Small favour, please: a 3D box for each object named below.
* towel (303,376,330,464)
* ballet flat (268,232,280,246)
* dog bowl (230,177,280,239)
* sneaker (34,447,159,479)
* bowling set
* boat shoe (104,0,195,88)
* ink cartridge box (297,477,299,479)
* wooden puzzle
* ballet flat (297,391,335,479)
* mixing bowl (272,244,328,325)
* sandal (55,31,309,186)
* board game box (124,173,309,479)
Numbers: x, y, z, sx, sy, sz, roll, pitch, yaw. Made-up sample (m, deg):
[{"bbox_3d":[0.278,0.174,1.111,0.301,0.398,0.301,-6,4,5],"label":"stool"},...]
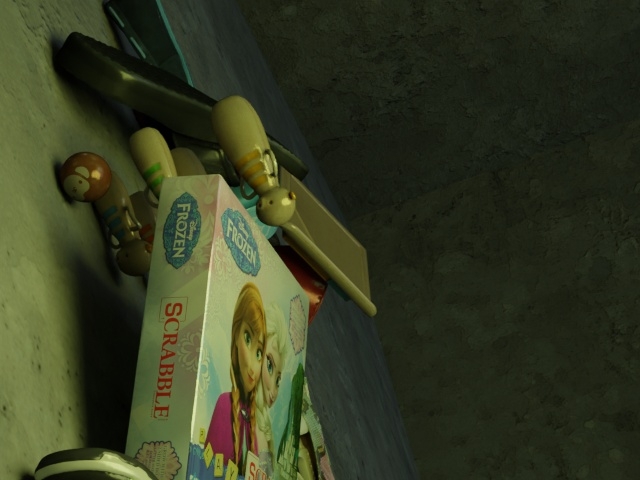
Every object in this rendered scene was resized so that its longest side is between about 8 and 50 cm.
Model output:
[{"bbox_3d":[-0.025,0.306,1.854,0.113,0.023,0.152,140,-66,-68],"label":"towel"},{"bbox_3d":[-0.126,-0.025,2.100,0.084,0.058,0.250,50,-4,14],"label":"ballet flat"},{"bbox_3d":[-0.138,-0.072,1.678,0.297,0.166,0.074,-97,178,-63],"label":"dog bowl"},{"bbox_3d":[-0.150,0.262,0.883,0.097,0.084,0.234,-88,155,-54],"label":"sneaker"},{"bbox_3d":[-0.185,-0.025,1.228,0.200,0.287,0.154,-13,71,-41],"label":"bowling set"},{"bbox_3d":[-0.241,-0.245,1.639,0.109,0.089,0.258,101,-34,-77],"label":"boat shoe"},{"bbox_3d":[-0.028,0.417,1.451,0.139,0.082,0.190,-102,171,-48],"label":"ink cartridge box"},{"bbox_3d":[0.000,0.000,1.782,0.221,0.044,0.238,46,15,-23],"label":"wooden puzzle"},{"bbox_3d":[-0.032,0.334,1.762,0.079,0.077,0.221,-3,72,-57],"label":"ballet flat"},{"bbox_3d":[-0.071,0.076,1.847,0.098,0.181,0.181,28,26,-21],"label":"mixing bowl"},{"bbox_3d":[-0.182,-0.146,1.462,0.167,0.107,0.446,38,10,36],"label":"sandal"},{"bbox_3d":[-0.091,0.146,1.122,0.318,0.066,0.318,58,32,-62],"label":"board game box"}]
